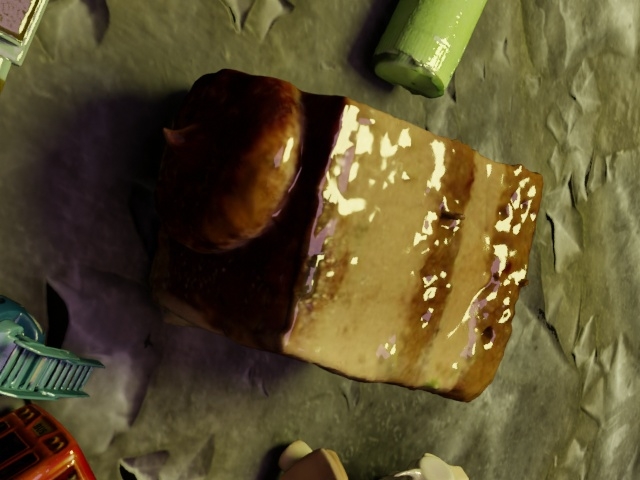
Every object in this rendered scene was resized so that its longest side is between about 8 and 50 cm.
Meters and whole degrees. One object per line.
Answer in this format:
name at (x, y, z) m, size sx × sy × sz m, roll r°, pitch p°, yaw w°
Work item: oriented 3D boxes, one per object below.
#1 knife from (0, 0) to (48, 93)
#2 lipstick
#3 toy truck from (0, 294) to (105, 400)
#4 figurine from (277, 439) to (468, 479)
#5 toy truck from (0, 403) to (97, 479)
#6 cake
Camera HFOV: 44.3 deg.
knife at (-0.206, -0.136, 0.484) m, size 0.061 × 0.027 × 0.343 m, roll 25°, pitch 83°, yaw -37°
lipstick at (0.137, -0.272, 0.717) m, size 0.076 × 0.076 × 0.304 m, roll 34°, pitch 77°, yaw -40°
toy truck at (-0.199, 0.076, 0.522) m, size 0.063 × 0.074 × 0.136 m, roll -63°, pitch 172°, yaw -8°
figurine at (0.058, 0.268, 0.751) m, size 0.237 × 0.141 × 0.162 m, roll 18°, pitch 116°, yaw -44°
toy truck at (-0.180, 0.245, 0.541) m, size 0.114 × 0.107 × 0.252 m, roll -32°, pitch 119°, yaw -31°
cake at (0.000, 0.000, 0.579) m, size 0.293 × 0.196 × 0.198 m, roll 16°, pitch 91°, yaw -43°
